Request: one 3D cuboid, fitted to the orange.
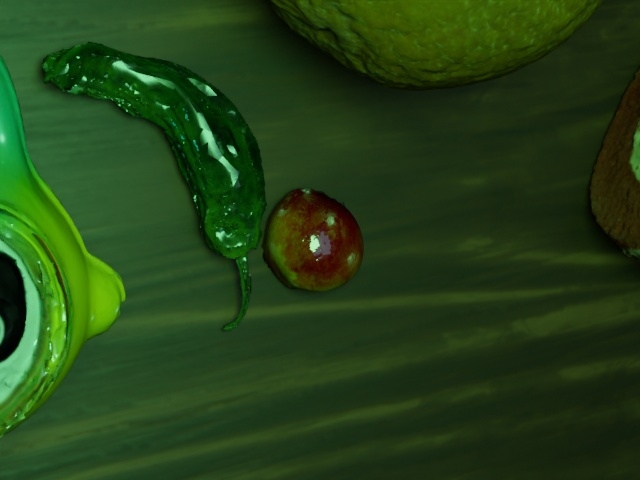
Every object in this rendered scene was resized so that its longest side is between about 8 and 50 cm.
[{"bbox_3d":[0.102,-0.297,1.000,0.322,0.322,0.357,42,68,-21],"label":"orange"}]

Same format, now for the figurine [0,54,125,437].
[{"bbox_3d":[-0.310,0.006,0.864,0.323,0.231,0.340,-41,119,6],"label":"figurine"}]

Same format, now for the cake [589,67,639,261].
[{"bbox_3d":[0.388,-0.086,1.221,0.151,0.177,0.283,28,85,-24],"label":"cake"}]

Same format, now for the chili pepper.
[{"bbox_3d":[-0.107,-0.064,1.039,0.122,0.065,0.279,-38,105,-11],"label":"chili pepper"}]

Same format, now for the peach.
[{"bbox_3d":[0.000,0.001,1.093,0.098,0.061,0.098,-2,97,-20],"label":"peach"}]
